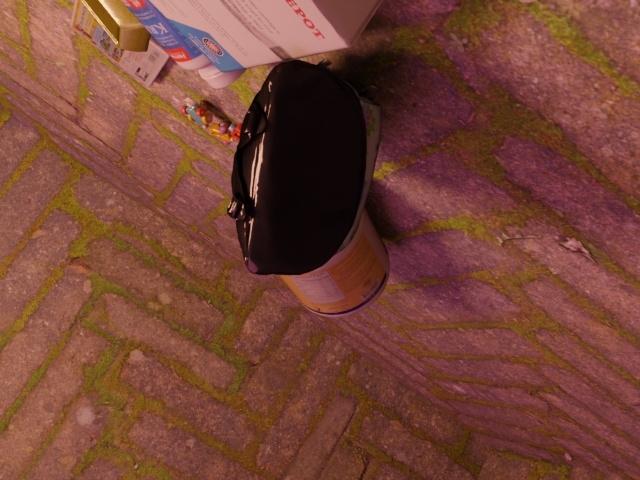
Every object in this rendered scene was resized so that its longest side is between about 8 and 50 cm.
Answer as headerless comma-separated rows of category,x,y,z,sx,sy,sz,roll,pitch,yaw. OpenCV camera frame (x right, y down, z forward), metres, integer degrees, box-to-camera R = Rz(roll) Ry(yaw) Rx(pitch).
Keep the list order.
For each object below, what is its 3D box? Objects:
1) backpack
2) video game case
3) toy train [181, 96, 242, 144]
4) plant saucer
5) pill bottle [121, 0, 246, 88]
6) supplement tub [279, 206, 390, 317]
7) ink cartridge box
backpack,-0.023,-0.131,1.048,0.273,0.290,0.355,4,-165,-19
video game case,-0.409,-0.416,1.403,0.206,0.026,0.227,37,163,-17
toy train,-0.215,-0.261,1.471,0.166,0.046,0.125,32,162,-12
plant saucer,-0.374,-0.415,1.192,0.188,0.045,0.188,52,166,-11
pill bottle,-0.205,-0.346,1.072,0.124,0.124,0.221,14,155,45
supplement tub,0.000,0.000,1.484,0.241,0.241,0.331,21,160,31
ink cartridge box,-0.092,-0.346,0.867,0.223,0.129,0.307,44,160,-33
